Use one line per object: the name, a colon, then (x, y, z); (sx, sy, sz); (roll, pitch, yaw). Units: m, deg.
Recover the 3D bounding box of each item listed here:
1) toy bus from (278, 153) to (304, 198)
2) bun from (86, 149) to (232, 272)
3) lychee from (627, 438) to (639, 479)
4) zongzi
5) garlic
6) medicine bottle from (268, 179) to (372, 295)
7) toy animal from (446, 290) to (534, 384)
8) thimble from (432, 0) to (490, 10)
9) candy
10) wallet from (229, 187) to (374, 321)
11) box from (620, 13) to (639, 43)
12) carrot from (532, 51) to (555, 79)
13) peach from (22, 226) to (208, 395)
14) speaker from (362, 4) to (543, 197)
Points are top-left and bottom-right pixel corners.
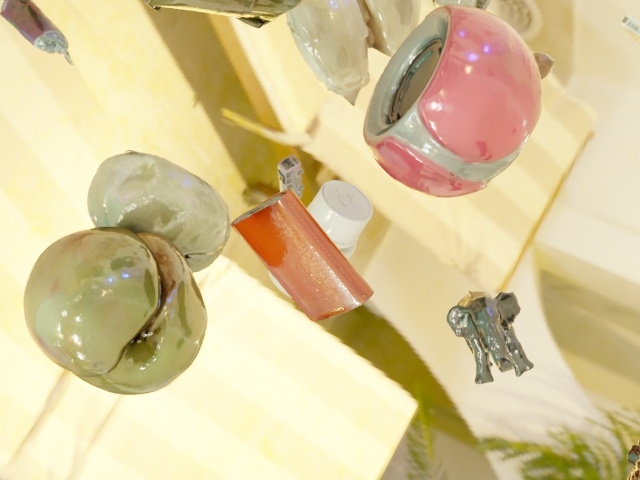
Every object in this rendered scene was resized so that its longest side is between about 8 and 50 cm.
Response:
toy bus: (-0.066, -0.134, 2.474); (0.052, 0.037, 0.130); (-29, 152, -16)
bun: (-0.286, -0.037, 1.963); (0.168, 0.273, 0.273); (-65, 159, -20)
lychee: (0.565, 0.343, 1.607); (0.260, 0.261, 0.260); (-48, 153, -35)
zongzi: (-0.154, -0.453, 1.557); (0.260, 0.123, 0.289); (-2, 79, -45)
garlic: (0.050, -0.445, 2.235); (0.286, 0.313, 0.249); (2, 128, -24)
medicine bottle: (0.000, 0.000, 2.250); (0.139, 0.139, 0.237); (-35, 161, -51)
toy animal: (0.263, 0.153, 1.800); (0.245, 0.115, 0.146); (-175, -113, -79)
thimble: (0.275, -0.479, 2.150); (0.102, 0.090, 0.115); (-65, 163, 0)
candy: (-0.370, -0.278, 1.433); (0.043, 0.175, 0.045); (-47, 157, 8)
wallet: (-0.028, 0.025, 1.669); (0.142, 0.204, 0.045); (-25, -161, 46)
box: (0.707, -0.388, 2.304); (0.029, 0.198, 0.109); (-53, 157, 11)
carrot: (0.305, -0.249, 1.920); (0.216, 0.048, 0.048); (-37, 165, 17)
peach: (-0.321, 0.104, 1.743); (0.292, 0.292, 0.247); (1, 114, -66)
speaker: (0.203, -0.216, 1.717); (0.294, 0.294, 0.294); (-48, 153, -35)
